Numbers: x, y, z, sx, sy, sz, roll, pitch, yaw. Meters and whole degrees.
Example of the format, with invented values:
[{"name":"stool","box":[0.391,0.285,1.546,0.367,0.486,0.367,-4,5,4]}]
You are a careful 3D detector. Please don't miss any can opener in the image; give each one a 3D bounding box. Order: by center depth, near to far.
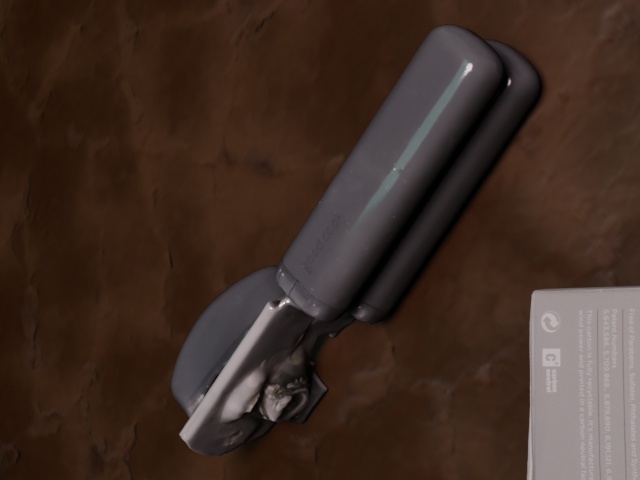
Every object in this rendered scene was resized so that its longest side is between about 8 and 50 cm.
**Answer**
[{"name":"can opener","box":[0.000,0.000,0.662,0.095,0.076,0.283,46,113,32]}]

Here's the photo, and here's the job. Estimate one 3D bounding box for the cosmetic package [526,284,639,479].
[{"name":"cosmetic package","box":[0.209,0.063,0.452,0.238,0.127,0.107,-1,85,41]}]
